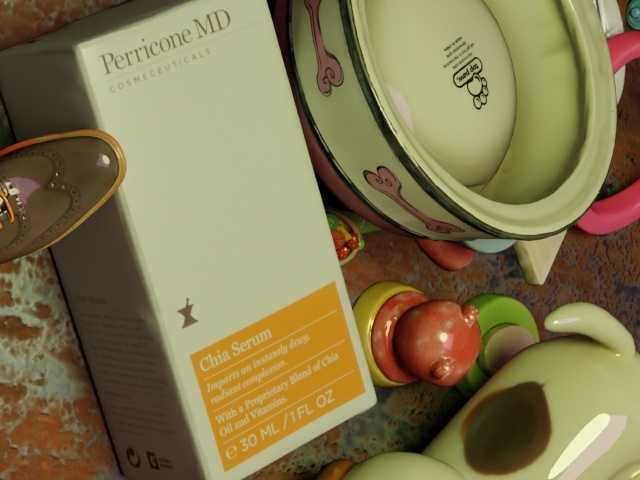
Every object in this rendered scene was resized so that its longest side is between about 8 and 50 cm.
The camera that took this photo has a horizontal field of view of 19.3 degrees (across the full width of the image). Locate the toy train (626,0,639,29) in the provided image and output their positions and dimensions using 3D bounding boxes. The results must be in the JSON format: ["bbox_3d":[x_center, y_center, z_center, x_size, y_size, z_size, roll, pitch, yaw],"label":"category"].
[{"bbox_3d":[0.438,-0.328,2.315,0.080,0.105,0.184,0,93,-40],"label":"toy train"}]

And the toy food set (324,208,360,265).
[{"bbox_3d":[0.000,0.000,1.998,0.082,0.083,0.020,50,27,-28],"label":"toy food set"}]

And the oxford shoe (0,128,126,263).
[{"bbox_3d":[-0.295,-0.014,1.652,0.271,0.098,0.097,-27,101,1],"label":"oxford shoe"}]

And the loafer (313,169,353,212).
[{"bbox_3d":[0.001,-0.081,1.964,0.170,0.062,0.061,26,64,-7],"label":"loafer"}]

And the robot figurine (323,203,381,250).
[{"bbox_3d":[0.048,-0.041,2.035,0.115,0.067,0.101,-10,110,-38],"label":"robot figurine"}]

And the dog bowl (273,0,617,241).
[{"bbox_3d":[0.121,-0.181,1.923,0.408,0.150,0.408,19,62,-41],"label":"dog bowl"}]

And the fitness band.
[{"bbox_3d":[0.352,-0.121,2.206,0.209,0.054,0.291,-44,145,-8],"label":"fitness band"}]

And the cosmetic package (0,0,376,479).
[{"bbox_3d":[-0.126,-0.006,1.835,0.230,0.161,0.453,-27,108,-35],"label":"cosmetic package"}]

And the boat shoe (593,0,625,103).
[{"bbox_3d":[0.285,-0.296,2.211,0.094,0.109,0.302,-14,99,-12],"label":"boat shoe"}]

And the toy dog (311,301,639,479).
[{"bbox_3d":[0.189,0.290,2.003,0.408,0.284,0.395,-24,141,-25],"label":"toy dog"}]

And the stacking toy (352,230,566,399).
[{"bbox_3d":[0.199,0.047,2.123,0.279,0.130,0.308,26,76,-37],"label":"stacking toy"}]
